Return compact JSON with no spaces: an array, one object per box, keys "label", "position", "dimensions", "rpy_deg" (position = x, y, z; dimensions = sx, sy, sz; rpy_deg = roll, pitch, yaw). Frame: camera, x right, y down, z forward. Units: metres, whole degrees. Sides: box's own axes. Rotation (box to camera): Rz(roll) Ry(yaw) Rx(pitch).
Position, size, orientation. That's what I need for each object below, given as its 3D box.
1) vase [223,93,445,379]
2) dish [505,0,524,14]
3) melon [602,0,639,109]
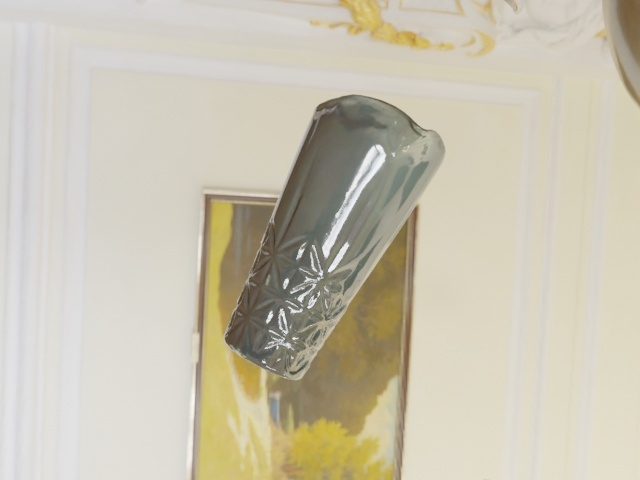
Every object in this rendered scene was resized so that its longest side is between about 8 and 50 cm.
[{"label":"vase","position":[0.000,0.000,0.739],"dimensions":[0.300,0.156,0.251],"rpy_deg":[-63,-163,-2]},{"label":"dish","position":[0.179,-0.353,0.687],"dimensions":[0.081,0.229,0.229],"rpy_deg":[-35,-143,21]},{"label":"melon","position":[0.381,-0.256,0.601],"dimensions":[0.223,0.223,0.317],"rpy_deg":[-108,-171,-62]}]
